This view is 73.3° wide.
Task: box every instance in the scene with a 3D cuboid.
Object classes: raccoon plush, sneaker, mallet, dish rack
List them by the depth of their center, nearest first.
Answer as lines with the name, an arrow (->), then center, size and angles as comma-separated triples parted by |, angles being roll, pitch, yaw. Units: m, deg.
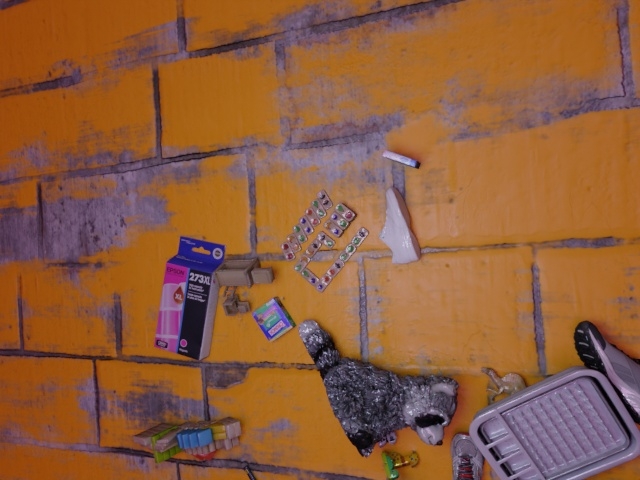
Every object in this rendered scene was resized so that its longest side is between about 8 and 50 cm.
sneaker -> 0.707, 0.300, 1.014 | 0.108, 0.100, 0.271 | -36, 84, 1
dish rack -> 0.555, 0.456, 1.038 | 0.333, 0.072, 0.285 | -33, 101, 16
sneaker -> 0.385, 0.613, 1.115 | 0.088, 0.093, 0.225 | -4, 89, 18
raccoon plush -> 0.156, 0.341, 1.138 | 0.299, 0.216, 0.446 | -32, 75, 0
sneaker -> 0.198, -0.037, 1.175 | 0.094, 0.080, 0.212 | -17, 87, 29
mallet -> -0.173, 0.780, 1.329 | 0.062, 0.039, 0.189 | -34, 77, 17

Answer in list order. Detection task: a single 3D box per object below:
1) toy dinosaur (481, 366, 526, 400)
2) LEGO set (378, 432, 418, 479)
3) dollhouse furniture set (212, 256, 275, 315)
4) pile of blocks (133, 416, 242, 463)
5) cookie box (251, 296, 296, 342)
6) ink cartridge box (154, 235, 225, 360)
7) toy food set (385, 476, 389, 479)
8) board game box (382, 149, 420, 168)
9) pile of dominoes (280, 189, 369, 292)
toy dinosaur -> 0.496, 0.388, 1.096 | 0.183, 0.053, 0.092 | 19, 95, 16
LEGO set -> 0.223, 0.613, 1.157 | 0.093, 0.087, 0.227 | -18, 42, 3
dollhouse furniture set -> -0.207, 0.141, 1.313 | 0.182, 0.101, 0.160 | -3, 115, 17
pile of blocks -> -0.413, 0.642, 1.340 | 0.363, 0.149, 0.112 | -13, 87, 17
cookie box -> -0.141, 0.240, 1.302 | 0.092, 0.040, 0.107 | -37, 81, 14
ink cartridge box -> -0.419, 0.181, 1.381 | 0.176, 0.069, 0.370 | 11, 92, 17
toy food set -> 0.239, 0.733, 1.149 | 0.192, 0.132, 0.038 | 32, 120, 7
board game box -> 0.219, -0.216, 1.151 | 0.090, 0.090, 0.020 | 22, 102, 16
pile of dominoes -> 0.000, 0.000, 1.253 | 0.196, 0.040, 0.251 | 40, 102, 13
